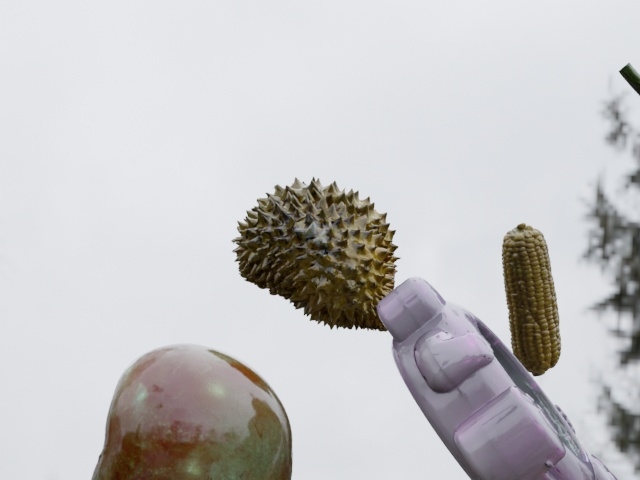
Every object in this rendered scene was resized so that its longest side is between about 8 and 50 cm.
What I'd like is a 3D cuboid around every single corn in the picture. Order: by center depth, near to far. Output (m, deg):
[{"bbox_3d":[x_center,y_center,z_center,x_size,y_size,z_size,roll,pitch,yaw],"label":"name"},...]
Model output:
[{"bbox_3d":[0.273,0.079,2.147,0.068,0.207,0.068,-7,16,2],"label":"corn"}]

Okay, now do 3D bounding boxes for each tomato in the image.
[{"bbox_3d":[-0.143,0.258,1.920,0.223,0.270,0.270,10,-23,1],"label":"tomato"}]

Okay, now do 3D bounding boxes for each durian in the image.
[{"bbox_3d":[-0.007,0.001,2.116,0.250,0.183,0.138,29,-6,30],"label":"durian"}]

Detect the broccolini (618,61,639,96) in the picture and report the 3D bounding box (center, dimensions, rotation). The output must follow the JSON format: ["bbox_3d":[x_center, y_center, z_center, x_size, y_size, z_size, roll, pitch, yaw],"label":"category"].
[{"bbox_3d":[0.466,-0.151,2.182,0.203,0.068,0.091,34,-6,5],"label":"broccolini"}]

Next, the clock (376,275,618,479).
[{"bbox_3d":[0.204,0.199,1.930,0.113,0.322,0.295,-40,-41,8],"label":"clock"}]
